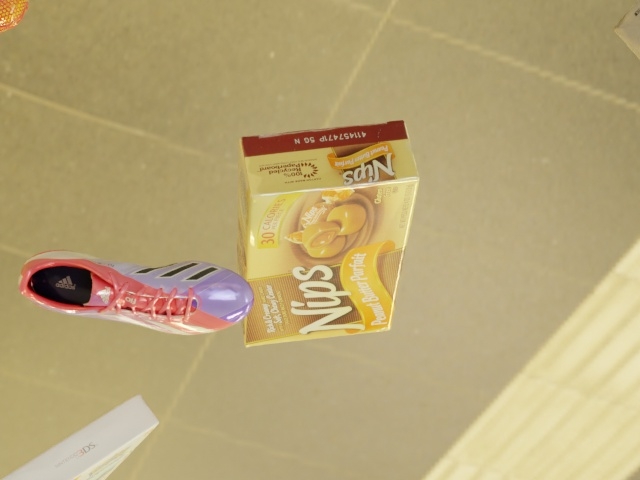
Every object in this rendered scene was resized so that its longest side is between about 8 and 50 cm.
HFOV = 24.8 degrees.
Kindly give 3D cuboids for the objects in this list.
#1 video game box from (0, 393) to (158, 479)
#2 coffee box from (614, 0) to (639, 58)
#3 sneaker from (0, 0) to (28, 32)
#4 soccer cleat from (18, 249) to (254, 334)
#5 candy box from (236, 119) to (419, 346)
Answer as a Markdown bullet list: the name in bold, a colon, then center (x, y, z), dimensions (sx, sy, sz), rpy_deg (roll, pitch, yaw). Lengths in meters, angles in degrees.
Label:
- **video game box**: center (-0.289, 0.263, 1.552), dimensions (0.048, 0.205, 0.187), rpy_deg (49, 134, 9)
- **coffee box**: center (0.413, -0.193, 1.385), dimensions (0.246, 0.098, 0.141), rpy_deg (13, 125, -46)
- **sneaker**: center (-0.198, -0.185, 0.733), dimensions (0.175, 0.064, 0.067), rpy_deg (63, 153, 3)
- **soccer cleat**: center (-0.196, 0.057, 1.532), dimensions (0.248, 0.095, 0.083), rpy_deg (9, 98, 3)
- **candy box**: center (0.000, 0.000, 1.648), dimensions (0.182, 0.088, 0.316), rpy_deg (-6, 147, -8)
